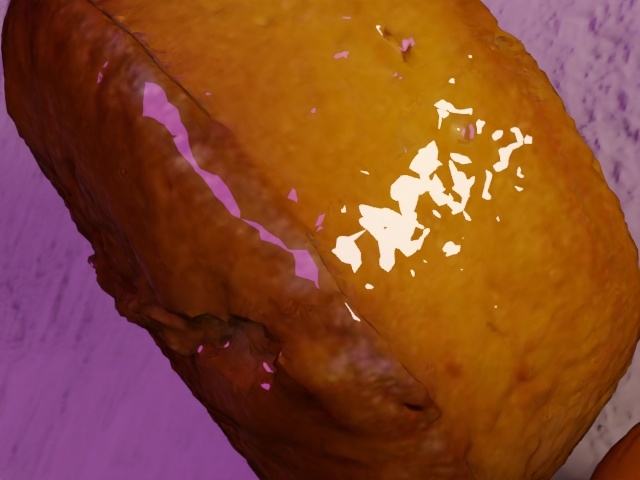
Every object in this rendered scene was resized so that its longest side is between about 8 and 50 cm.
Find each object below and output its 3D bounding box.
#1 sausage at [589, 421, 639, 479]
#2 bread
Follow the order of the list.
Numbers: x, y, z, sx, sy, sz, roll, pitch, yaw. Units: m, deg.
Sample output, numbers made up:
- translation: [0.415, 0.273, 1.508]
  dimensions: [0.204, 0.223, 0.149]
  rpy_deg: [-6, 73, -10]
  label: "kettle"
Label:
- translation: [0.103, 0.224, 0.479]
  dimensions: [0.112, 0.112, 0.328]
  rpy_deg: [16, 76, 40]
  label: "sausage"
- translation: [-0.001, -0.003, 0.551]
  dimensions: [0.172, 0.312, 0.312]
  rpy_deg: [-39, 47, -10]
  label: "bread"
